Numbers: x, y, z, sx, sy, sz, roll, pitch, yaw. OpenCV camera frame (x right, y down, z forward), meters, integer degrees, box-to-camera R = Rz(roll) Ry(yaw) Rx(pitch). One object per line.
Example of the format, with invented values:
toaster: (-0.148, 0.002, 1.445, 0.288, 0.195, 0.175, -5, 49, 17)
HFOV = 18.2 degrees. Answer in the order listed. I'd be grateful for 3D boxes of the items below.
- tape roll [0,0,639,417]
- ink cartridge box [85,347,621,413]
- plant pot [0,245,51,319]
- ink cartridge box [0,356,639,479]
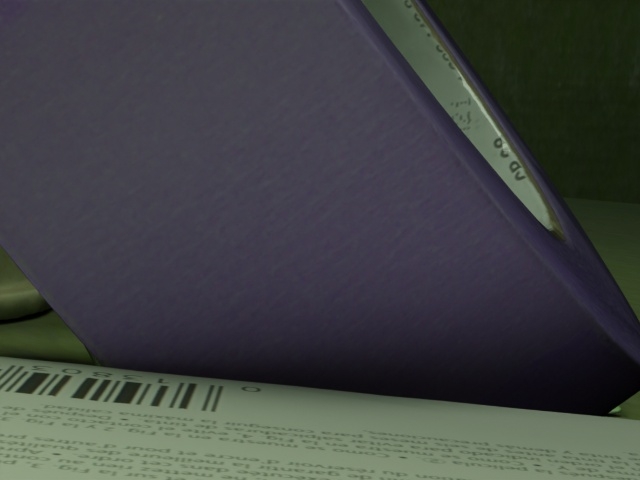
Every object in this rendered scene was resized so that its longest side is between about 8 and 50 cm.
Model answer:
tape roll: (-0.024, -0.052, 0.533, 0.090, 0.275, 0.275, -35, -3, 9)
ink cartridge box: (0.000, 0.000, 0.811, 0.235, 0.056, 0.171, 2, 34, -31)
plant pot: (-0.281, -0.134, 0.964, 0.334, 0.305, 0.334, 6, 5, 0)
ink cartridge box: (0.031, 0.070, 0.288, 0.296, 0.066, 0.261, 5, 4, 0)
